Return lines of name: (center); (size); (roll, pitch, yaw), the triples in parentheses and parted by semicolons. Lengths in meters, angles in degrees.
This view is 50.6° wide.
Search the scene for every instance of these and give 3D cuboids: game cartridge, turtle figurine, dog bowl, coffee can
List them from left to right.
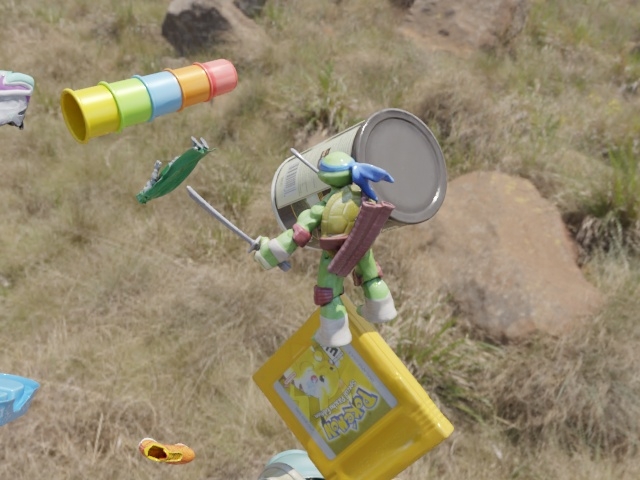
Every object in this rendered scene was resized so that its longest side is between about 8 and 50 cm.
dog bowl: (-0.786, 0.378, 1.599); (0.166, 0.074, 0.297); (12, -2, -1)
turtle figurine: (0.000, 0.000, 0.981); (0.275, 0.266, 0.198); (-5, 19, 23)
game cartridge: (0.047, 0.304, 1.275); (0.323, 0.285, 0.053); (51, 30, 17)
coffee can: (0.064, -0.102, 1.242); (0.202, 0.201, 0.275); (-23, 3, -36)

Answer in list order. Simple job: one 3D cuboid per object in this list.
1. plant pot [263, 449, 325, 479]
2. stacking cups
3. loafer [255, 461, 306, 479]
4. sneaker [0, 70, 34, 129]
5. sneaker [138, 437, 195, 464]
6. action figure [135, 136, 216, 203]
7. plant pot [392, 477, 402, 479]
plant pot: (-0.069, 0.729, 1.939); (0.293, 0.292, 0.196); (-2, 22, -15)
stacking cups: (-0.295, -0.257, 1.207); (0.316, 0.096, 0.096); (-26, 47, -38)
loafer: (-0.103, 0.455, 1.112); (0.102, 0.268, 0.092); (43, 40, 6)
sneaker: (-0.297, -0.117, 0.575); (0.098, 0.069, 0.038); (8, 4, -41)
sneaker: (-0.421, 0.594, 1.870); (0.175, 0.064, 0.067); (23, -3, -38)
action figure: (-0.375, -0.167, 1.686); (0.063, 0.232, 0.137); (53, 16, 8)
plant pot: (0.129, 0.706, 1.746); (0.236, 0.236, 0.032); (-19, 50, -33)
